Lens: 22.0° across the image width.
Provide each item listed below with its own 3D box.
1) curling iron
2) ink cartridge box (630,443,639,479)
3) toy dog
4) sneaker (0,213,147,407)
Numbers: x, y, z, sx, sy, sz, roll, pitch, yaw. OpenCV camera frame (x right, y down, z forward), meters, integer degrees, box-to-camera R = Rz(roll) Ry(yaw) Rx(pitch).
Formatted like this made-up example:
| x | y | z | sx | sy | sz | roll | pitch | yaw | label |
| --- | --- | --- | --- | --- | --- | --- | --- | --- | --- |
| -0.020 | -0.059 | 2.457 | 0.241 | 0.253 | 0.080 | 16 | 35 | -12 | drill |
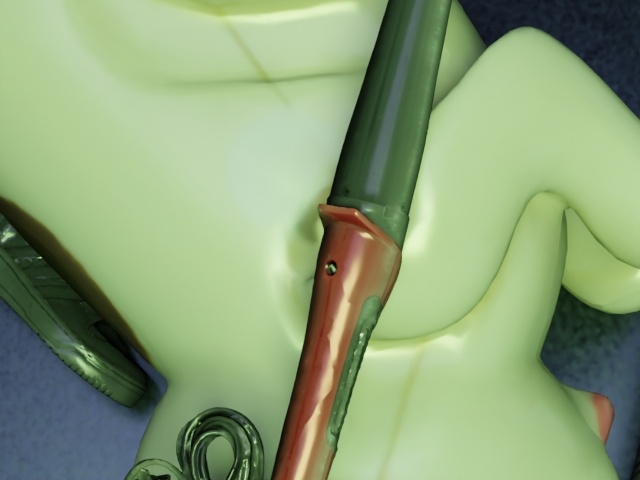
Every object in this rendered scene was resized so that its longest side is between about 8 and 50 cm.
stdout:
| x | y | z | sx | sy | sz | roll | pitch | yaw | label |
| --- | --- | --- | --- | --- | --- | --- | --- | --- | --- |
| 0.000 | 0.000 | 0.573 | 0.068 | 0.035 | 0.274 | 21 | 89 | 7 | curling iron |
| 0.246 | 0.046 | 0.783 | 0.153 | 0.087 | 0.208 | 17 | 78 | 7 | ink cartridge box |
| -0.012 | 0.008 | 0.701 | 0.395 | 0.284 | 0.408 | -16 | 83 | -13 | toy dog |
| -0.128 | -0.002 | 0.832 | 0.170 | 0.051 | 0.089 | 42 | 84 | 14 | sneaker |
